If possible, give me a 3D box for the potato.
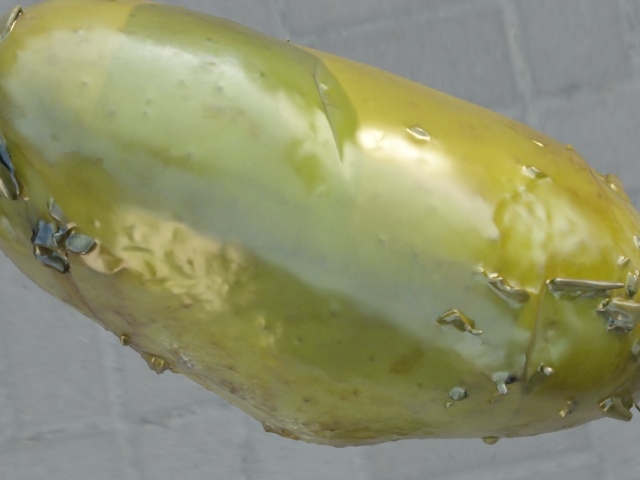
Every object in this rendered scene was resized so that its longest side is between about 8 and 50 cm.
[{"bbox_3d":[0.000,0.000,0.754,0.300,0.173,0.140,19,56,-10],"label":"potato"}]
